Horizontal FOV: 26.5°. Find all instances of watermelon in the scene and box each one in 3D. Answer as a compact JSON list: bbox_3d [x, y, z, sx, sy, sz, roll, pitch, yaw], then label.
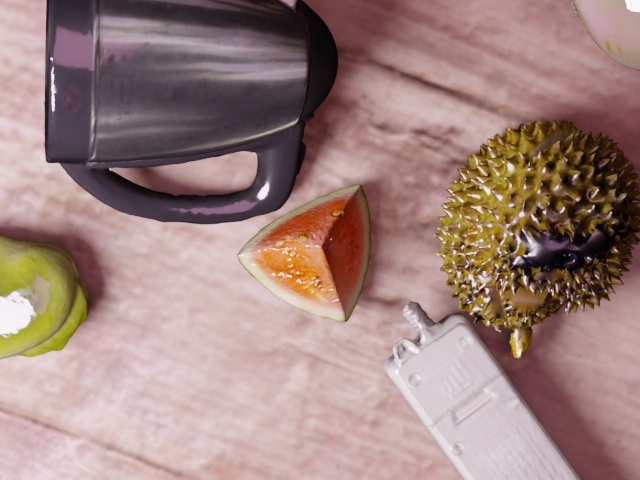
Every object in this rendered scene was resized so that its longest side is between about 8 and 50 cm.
[{"bbox_3d":[0.000,0.000,1.314,0.125,0.094,0.135,31,85,3],"label":"watermelon"}]

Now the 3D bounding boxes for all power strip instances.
[{"bbox_3d":[0.176,0.203,1.355,0.098,0.058,0.338,-36,95,-2],"label":"power strip"}]

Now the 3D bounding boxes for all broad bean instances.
[{"bbox_3d":[-0.310,0.053,1.301,0.174,0.082,0.124,-1,92,5],"label":"broad bean"}]

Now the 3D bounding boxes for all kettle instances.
[{"bbox_3d":[-0.116,-0.147,1.249,0.271,0.207,0.251,0,85,-13],"label":"kettle"}]

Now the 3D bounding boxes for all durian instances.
[{"bbox_3d":[0.215,0.000,1.309,0.193,0.138,0.237,4,92,-7],"label":"durian"}]

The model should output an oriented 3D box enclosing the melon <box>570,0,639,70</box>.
[{"bbox_3d":[0.386,-0.279,1.266,0.317,0.223,0.223,-26,94,12],"label":"melon"}]
